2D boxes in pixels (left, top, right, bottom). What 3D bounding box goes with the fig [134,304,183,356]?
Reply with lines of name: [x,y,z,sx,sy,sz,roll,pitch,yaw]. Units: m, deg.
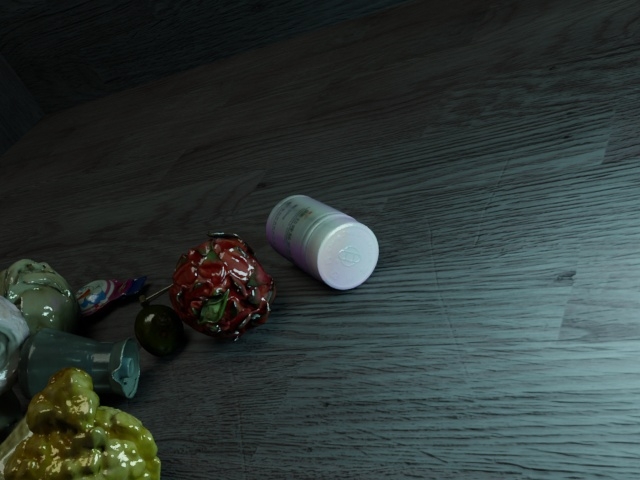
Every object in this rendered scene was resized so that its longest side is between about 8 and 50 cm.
fig: [-0.372,0.194,1.867,0.117,0.117,0.177,-35,15,-8]

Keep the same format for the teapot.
teapot: [-0.513,0.275,1.778,0.225,0.170,0.203,0,-5,4]

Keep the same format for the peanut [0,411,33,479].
peanut: [-0.577,0.451,1.622,0.153,0.140,0.325,25,59,7]

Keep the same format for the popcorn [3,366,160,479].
popcorn: [-0.415,0.388,1.428,0.265,0.331,0.225,1,4,0]

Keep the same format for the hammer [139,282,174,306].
hammer: [-0.410,0.131,2.082,0.110,0.019,0.035,-31,29,-6]

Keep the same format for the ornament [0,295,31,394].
ornament: [-0.765,0.229,1.763,0.225,0.259,0.259,4,44,40]

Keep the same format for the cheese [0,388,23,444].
cheese: [-0.802,0.413,1.776,0.318,0.115,0.326,-4,26,-35]

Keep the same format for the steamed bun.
steamed bun: [-0.715,0.195,2.068,0.280,0.207,0.267,-32,55,54]

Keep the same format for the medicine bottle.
medicine bottle: [0.000,0.000,1.775,0.152,0.152,0.254,-38,29,-13]

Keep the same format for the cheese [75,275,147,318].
cheese: [-0.568,0.144,2.159,0.244,0.062,0.155,-17,30,22]

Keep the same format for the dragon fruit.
dragon fruit: [-0.199,0.090,1.764,0.234,0.233,0.293,-14,21,26]
